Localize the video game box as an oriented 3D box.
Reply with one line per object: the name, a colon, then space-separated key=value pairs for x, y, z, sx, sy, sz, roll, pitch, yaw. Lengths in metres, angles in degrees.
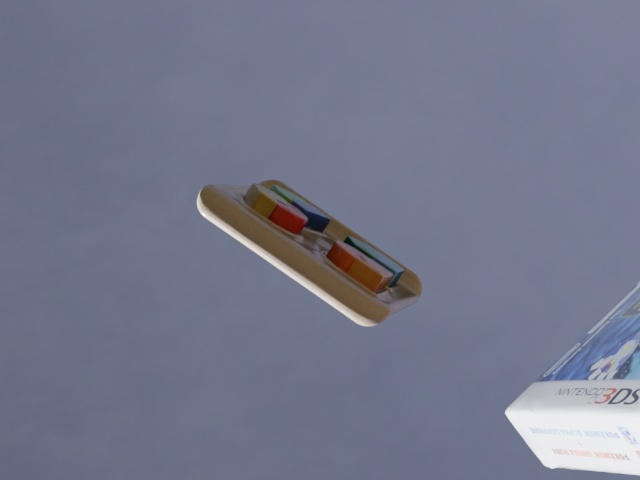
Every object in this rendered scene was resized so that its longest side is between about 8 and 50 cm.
video game box: x=0.209 y=0.037 z=0.746 sx=0.205 sy=0.187 sz=0.048 roll=-41 pitch=-81 yaw=-17

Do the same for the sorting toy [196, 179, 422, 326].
sorting toy: x=0.000 y=0.000 z=1.338 sx=0.193 sy=0.208 sz=0.038 roll=35 pitch=-78 yaw=9
